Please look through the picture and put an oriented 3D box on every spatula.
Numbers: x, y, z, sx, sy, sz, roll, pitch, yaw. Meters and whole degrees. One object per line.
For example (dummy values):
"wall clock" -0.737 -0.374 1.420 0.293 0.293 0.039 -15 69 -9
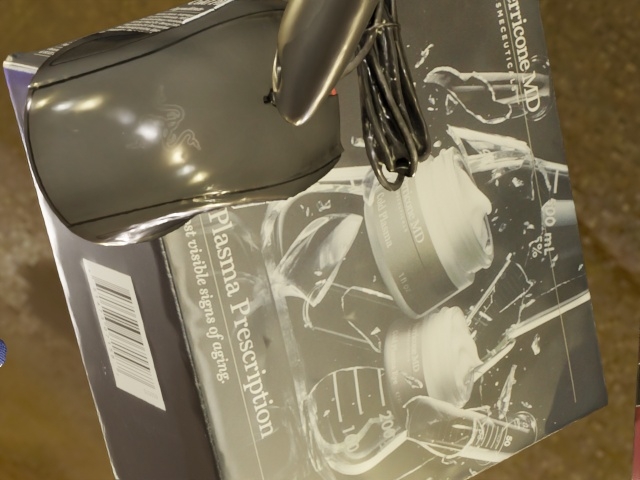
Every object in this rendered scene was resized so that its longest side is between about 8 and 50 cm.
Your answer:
"spatula" 0.021 -0.122 0.400 0.030 0.084 0.296 2 145 -10

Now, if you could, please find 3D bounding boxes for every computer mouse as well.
"computer mouse" -0.031 -0.103 0.811 0.060 0.262 0.184 -9 93 42

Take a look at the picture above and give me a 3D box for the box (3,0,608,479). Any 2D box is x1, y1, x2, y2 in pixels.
"box" 0.000 0.000 1.171 0.179 0.312 0.343 16 124 55

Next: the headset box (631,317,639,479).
"headset box" 0.300 0.171 1.309 0.110 0.293 0.218 -3 130 15

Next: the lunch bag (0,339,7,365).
"lunch bag" -0.348 0.039 0.871 0.221 0.293 0.138 54 -175 -43
